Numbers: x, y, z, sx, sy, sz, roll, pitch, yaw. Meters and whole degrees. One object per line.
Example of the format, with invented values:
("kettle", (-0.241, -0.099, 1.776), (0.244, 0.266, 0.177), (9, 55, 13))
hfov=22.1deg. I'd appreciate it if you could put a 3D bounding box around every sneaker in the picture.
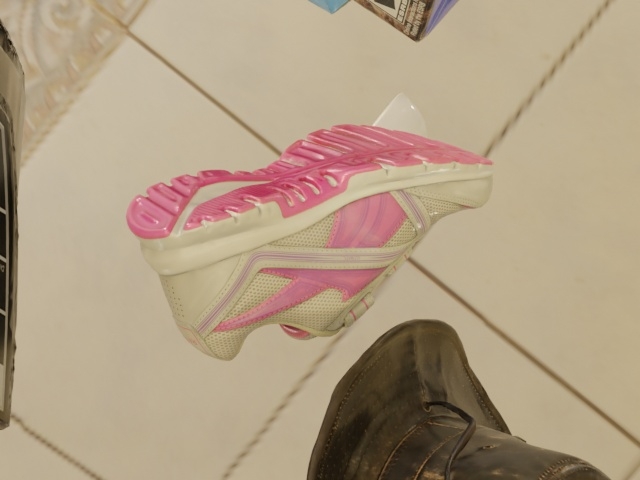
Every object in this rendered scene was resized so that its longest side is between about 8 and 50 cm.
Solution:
("sneaker", (0.000, 0.000, 1.037), (0.252, 0.103, 0.111), (-17, 114, -25))

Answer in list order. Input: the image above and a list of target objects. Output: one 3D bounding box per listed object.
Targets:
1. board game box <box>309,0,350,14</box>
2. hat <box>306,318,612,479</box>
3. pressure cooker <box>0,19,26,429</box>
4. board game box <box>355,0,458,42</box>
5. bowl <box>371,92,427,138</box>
("board game box", (-0.096, -0.398, 1.556), (0.086, 0.302, 0.308), (-40, 133, -12))
("hat", (0.119, 0.193, 1.020), (0.133, 0.331, 0.331), (-8, 109, 27))
("pressure cooker", (-0.353, 0.057, 0.910), (0.369, 0.375, 0.421), (4, 69, -5))
("board game box", (-0.004, -0.292, 0.891), (0.291, 0.232, 0.141), (35, 62, 12))
("bowl", (0.042, -0.049, 1.475), (0.053, 0.142, 0.142), (37, 58, 5))
